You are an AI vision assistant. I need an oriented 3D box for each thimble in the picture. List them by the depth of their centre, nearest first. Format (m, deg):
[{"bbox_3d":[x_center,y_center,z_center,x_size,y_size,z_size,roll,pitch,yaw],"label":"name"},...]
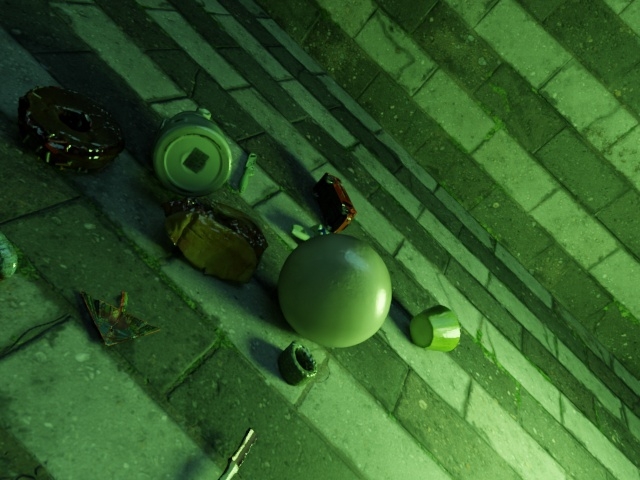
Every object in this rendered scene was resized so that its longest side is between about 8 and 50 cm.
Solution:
[{"bbox_3d":[-0.060,0.317,1.307,0.084,0.062,0.110,11,44,-45],"label":"thimble"}]

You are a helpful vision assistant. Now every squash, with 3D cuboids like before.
[{"bbox_3d":[0.401,0.315,1.782,0.122,0.170,0.170,1,50,-34],"label":"squash"}]

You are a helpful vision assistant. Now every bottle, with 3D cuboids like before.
[{"bbox_3d":[-0.387,-0.271,1.486,0.229,0.229,0.352,27,14,-27],"label":"bottle"}]

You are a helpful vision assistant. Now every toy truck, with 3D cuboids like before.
[{"bbox_3d":[0.062,-0.142,1.977,0.114,0.107,0.253,13,42,-41],"label":"toy truck"}]

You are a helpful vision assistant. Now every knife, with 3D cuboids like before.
[{"bbox_3d":[-0.258,-0.242,1.804,0.043,0.020,0.293,30,32,-19],"label":"knife"}]

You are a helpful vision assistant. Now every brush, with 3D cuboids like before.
[{"bbox_3d":[-0.196,0.469,0.955,0.084,0.071,0.301,53,29,-8],"label":"brush"}]

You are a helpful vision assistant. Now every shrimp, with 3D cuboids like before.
[{"bbox_3d":[-0.671,-0.015,0.974,0.233,0.079,0.090,45,-6,6],"label":"shrimp"}]

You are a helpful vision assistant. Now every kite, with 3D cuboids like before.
[{"bbox_3d":[-0.437,0.168,1.089,0.190,0.010,0.159,34,30,-21],"label":"kite"}]

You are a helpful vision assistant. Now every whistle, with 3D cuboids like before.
[{"bbox_3d":[0.000,0.000,1.742,0.244,0.092,0.110,27,39,-30],"label":"whistle"}]

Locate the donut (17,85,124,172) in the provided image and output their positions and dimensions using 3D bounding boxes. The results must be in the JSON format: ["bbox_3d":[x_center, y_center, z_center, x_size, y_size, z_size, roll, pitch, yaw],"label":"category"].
[{"bbox_3d":[-0.646,-0.285,1.307,0.269,0.103,0.270,29,33,-21],"label":"donut"}]

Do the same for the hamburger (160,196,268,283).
[{"bbox_3d":[-0.269,-0.005,1.359,0.155,0.245,0.282,-98,178,-53],"label":"hamburger"}]

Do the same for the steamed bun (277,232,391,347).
[{"bbox_3d":[0.038,0.142,1.386,0.324,0.324,0.206,38,18,-10],"label":"steamed bun"}]
